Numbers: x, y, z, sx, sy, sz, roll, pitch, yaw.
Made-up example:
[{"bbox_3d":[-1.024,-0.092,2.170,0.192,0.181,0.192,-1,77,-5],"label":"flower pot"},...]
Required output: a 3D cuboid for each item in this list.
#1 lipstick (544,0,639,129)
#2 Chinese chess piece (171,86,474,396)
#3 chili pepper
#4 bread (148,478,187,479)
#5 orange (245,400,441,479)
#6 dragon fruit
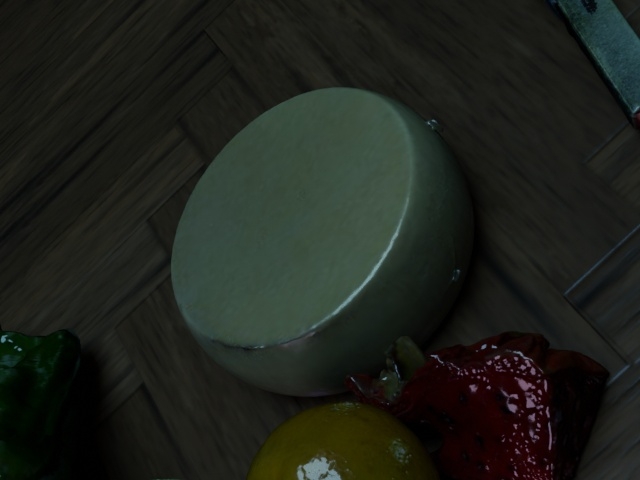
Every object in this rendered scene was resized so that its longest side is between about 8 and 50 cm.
[{"bbox_3d":[0.230,-0.171,1.069,0.051,0.051,0.312,-34,49,14],"label":"lipstick"},{"bbox_3d":[0.000,0.000,1.093,0.273,0.102,0.273,-21,51,28],"label":"Chinese chess piece"},{"bbox_3d":[-0.315,0.179,1.163,0.385,0.213,0.167,-129,46,-68],"label":"chili pepper"},{"bbox_3d":[-0.149,0.325,1.031,0.301,0.045,0.301,-19,51,26],"label":"bread"},{"bbox_3d":[0.012,0.193,0.929,0.156,0.124,0.156,-9,76,37],"label":"orange"},{"bbox_3d":[0.113,0.120,0.969,0.192,0.122,0.092,-8,18,38],"label":"dragon fruit"}]
